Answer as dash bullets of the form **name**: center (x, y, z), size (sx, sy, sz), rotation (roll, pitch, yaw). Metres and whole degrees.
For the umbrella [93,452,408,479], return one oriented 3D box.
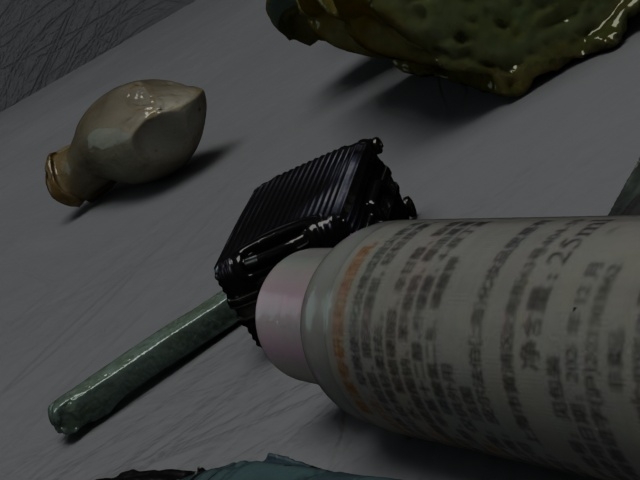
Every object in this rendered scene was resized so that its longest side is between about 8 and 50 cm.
- **umbrella**: center (-0.005, 0.098, 0.394), size (0.052, 0.053, 0.250), rotation (-32, 13, -36)

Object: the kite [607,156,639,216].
- **kite**: center (0.243, -0.062, 0.469), size (0.169, 0.015, 0.310), rotation (-49, 24, -26)

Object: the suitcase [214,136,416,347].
- **suitcase**: center (0.000, 0.000, 0.664), size (0.086, 0.059, 0.126), rotation (-24, 19, 21)

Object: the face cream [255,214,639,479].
- **face cream**: center (0.061, 0.031, 0.427), size (0.082, 0.082, 0.269), rotation (-37, 19, -24)

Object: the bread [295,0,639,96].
- **bread**: center (0.093, -0.209, 0.906), size (0.252, 0.238, 0.196), rotation (-117, 49, -77)

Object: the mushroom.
- **mushroom**: center (-0.178, -0.088, 1.177), size (0.212, 0.088, 0.097), rotation (-21, 50, 45)

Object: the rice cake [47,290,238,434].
- **rice cake**: center (-0.092, 0.065, 0.691), size (0.121, 0.022, 0.022), rotation (-33, 12, -18)

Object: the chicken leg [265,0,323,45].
- **chicken leg**: center (0.136, -0.315, 1.071), size (0.429, 0.201, 0.153), rotation (-39, 49, 23)
